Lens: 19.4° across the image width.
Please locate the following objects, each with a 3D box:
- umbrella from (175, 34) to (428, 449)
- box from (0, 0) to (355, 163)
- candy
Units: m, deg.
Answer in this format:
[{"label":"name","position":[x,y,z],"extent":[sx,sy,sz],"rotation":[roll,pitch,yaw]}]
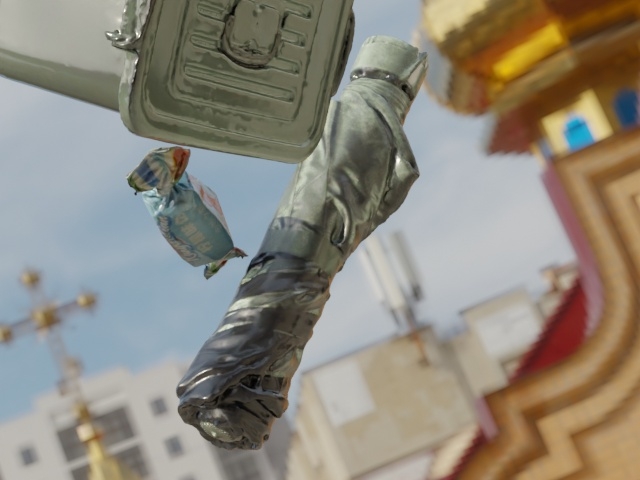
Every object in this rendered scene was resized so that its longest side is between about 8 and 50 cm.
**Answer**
[{"label":"umbrella","position":[0.000,0.000,0.756],"extent":[0.046,0.050,0.188],"rotation":[111,-175,-64]},{"label":"box","position":[-0.047,-0.075,0.607],"extent":[0.069,0.084,0.122],"rotation":[15,3,30]},{"label":"candy","position":[-0.050,-0.011,0.729],"extent":[0.030,0.020,0.083],"rotation":[-33,-36,3]}]
